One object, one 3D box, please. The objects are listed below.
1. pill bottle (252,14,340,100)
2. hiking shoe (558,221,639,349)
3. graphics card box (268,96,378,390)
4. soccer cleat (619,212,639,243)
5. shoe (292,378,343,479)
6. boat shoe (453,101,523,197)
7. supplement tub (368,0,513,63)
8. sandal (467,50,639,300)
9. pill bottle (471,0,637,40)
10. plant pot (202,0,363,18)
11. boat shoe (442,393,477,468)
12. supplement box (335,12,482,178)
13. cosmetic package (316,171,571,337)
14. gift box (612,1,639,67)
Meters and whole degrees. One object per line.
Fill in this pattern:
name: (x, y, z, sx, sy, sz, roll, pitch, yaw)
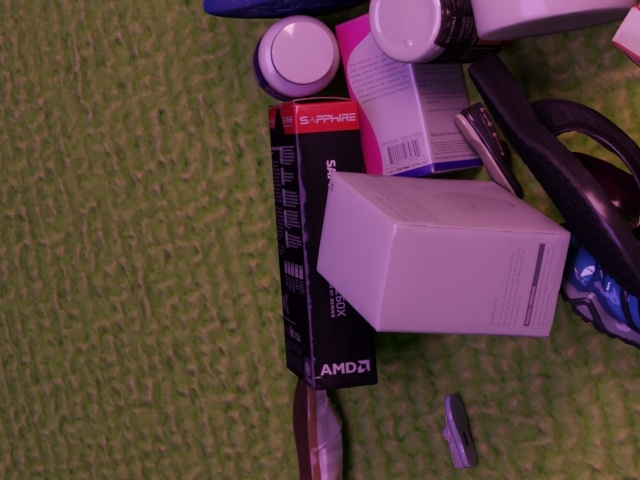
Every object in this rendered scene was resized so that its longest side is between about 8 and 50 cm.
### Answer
pill bottle: (-0.031, -0.240, 2.190, 0.193, 0.108, 0.108, -165, 74, -84)
hiking shoe: (0.393, 0.068, 1.934, 0.304, 0.113, 0.132, 45, 125, 20)
graphics card box: (0.000, 0.000, 2.189, 0.233, 0.094, 0.370, -169, 75, -79)
soccer cleat: (0.451, -0.024, 1.909, 0.289, 0.093, 0.121, 28, 82, 39)
shoe: (0.000, 0.281, 2.329, 0.076, 0.058, 0.219, 176, 92, -71)
boat shoe: (0.220, -0.112, 2.093, 0.133, 0.042, 0.049, 58, 168, -2)
supplement tub: (0.158, -0.275, 2.038, 0.117, 0.190, 0.117, 5, 97, 39)
sandal: (0.296, -0.100, 1.898, 0.107, 0.167, 0.445, -32, 41, 3)
pill bottle: (0.245, -0.442, 1.926, 0.224, 0.224, 0.392, -9, 89, 40)
plant pot: (-0.007, -0.410, 2.140, 0.212, 0.236, 0.236, 0, 95, 34)
boat shoe: (0.176, 0.252, 2.188, 0.035, 0.035, 0.100, -16, 91, 37)
supplement box: (0.113, -0.186, 2.137, 0.111, 0.114, 0.220, -14, 87, 41)
cosmetic package: (0.140, 0.015, 1.983, 0.224, 0.225, 0.138, -136, 53, -64)
gift box: (0.483, -0.238, 1.742, 0.255, 0.276, 0.258, 38, 114, 16)
